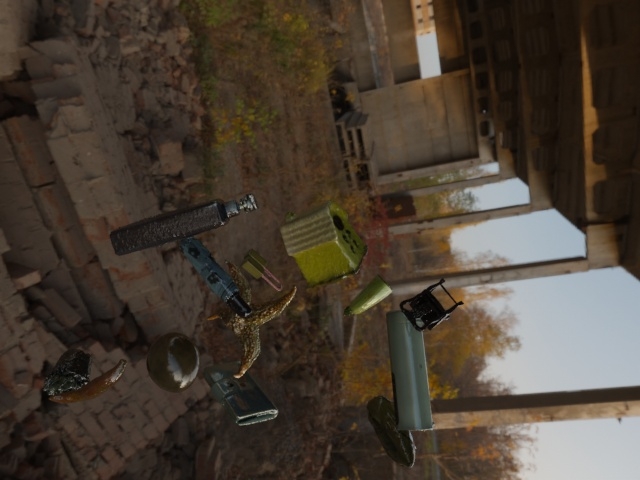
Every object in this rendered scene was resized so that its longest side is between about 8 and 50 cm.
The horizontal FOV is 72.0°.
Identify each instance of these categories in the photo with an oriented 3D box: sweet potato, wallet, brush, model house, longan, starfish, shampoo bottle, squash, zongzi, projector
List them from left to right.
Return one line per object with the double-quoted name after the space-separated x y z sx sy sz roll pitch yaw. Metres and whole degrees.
-0.720 0.464 1.399 0.078 0.256 0.058 65 -2 -34 "sweet potato"
-0.458 0.386 1.383 0.204 0.159 0.184 104 -31 -52 "longan"
-0.289 -0.040 0.970 0.098 0.310 0.071 -141 -145 -84 "shampoo bottle"
-0.379 0.689 2.028 0.252 0.360 0.083 9 111 -47 "wallet"
-0.230 0.182 1.275 0.084 0.301 0.293 18 14 -44 "starfish"
-0.255 0.147 2.019 0.233 0.047 0.103 44 29 -21 "brush"
0.000 0.000 1.342 0.234 0.194 0.174 56 31 -21 "model house"
0.179 0.236 1.778 0.094 0.224 0.094 50 6 -7 "squash"
0.259 0.693 1.617 0.250 0.125 0.274 59 -2 18 "zongzi"
0.259 0.375 1.292 0.108 0.108 0.337 50 35 -67 "projector"

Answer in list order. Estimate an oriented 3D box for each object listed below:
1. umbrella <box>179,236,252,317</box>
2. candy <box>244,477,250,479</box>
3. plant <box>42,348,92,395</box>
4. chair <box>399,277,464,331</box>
-0.255 0.089 1.083 0.250 0.052 0.053 47 37 5 "umbrella"
-0.358 0.836 1.237 0.172 0.398 0.262 35 33 -10 "candy"
-0.950 0.516 1.664 0.129 0.132 0.194 40 23 -26 "plant"
0.311 0.212 1.324 0.106 0.229 0.113 53 -38 22 "chair"
